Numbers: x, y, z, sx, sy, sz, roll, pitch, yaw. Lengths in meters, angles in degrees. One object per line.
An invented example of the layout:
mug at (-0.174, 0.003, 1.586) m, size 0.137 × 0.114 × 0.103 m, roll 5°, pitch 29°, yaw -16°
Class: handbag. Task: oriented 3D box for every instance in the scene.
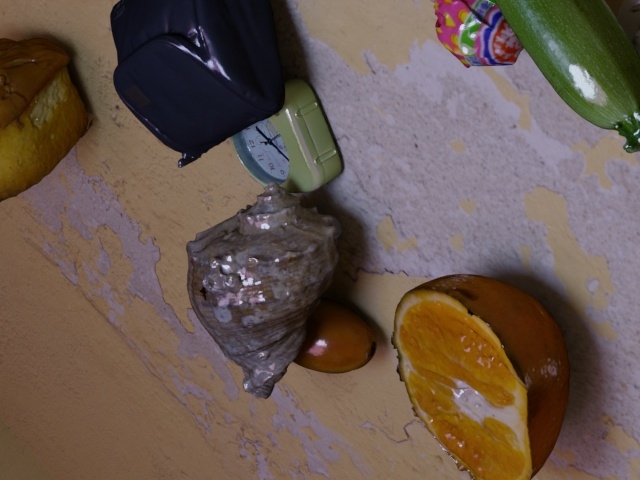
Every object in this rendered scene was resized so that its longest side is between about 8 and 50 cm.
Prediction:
handbag at (-0.200, -0.270, 1.972) m, size 0.302 × 0.178 × 0.275 m, roll -18°, pitch 76°, yaw 54°

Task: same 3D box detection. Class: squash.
squash at (0.258, -0.265, 1.473) m, size 0.395 × 0.107 × 0.107 m, roll 62°, pitch 148°, yaw 15°

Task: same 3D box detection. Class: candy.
candy at (0.126, -0.336, 1.656) m, size 0.365 × 0.124 × 0.124 m, roll 45°, pitch 146°, yaw 35°

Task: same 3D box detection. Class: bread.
bread at (-0.624, -0.212, 2.424) m, size 0.398 × 0.398 × 0.215 m, roll 10°, pitch 136°, yaw 48°

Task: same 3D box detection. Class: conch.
conch at (-0.118, 0.063, 2.058) m, size 0.297 × 0.210 × 0.352 m, roll -120°, pitch 50°, yaw -64°

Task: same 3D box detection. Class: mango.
mango at (-0.018, 0.146, 2.176) m, size 0.253 × 0.138 × 0.113 m, roll 22°, pitch 117°, yaw 45°

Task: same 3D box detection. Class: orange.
orange at (0.218, 0.183, 1.817) m, size 0.274 × 0.274 × 0.310 m, roll 15°, pitch 163°, yaw 45°

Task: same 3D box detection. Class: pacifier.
pacifier at (0.355, -0.228, 1.463) m, size 0.068 × 0.064 × 0.083 m, roll -14°, pitch 107°, yaw 26°

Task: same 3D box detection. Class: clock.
clock at (-0.076, -0.159, 2.065) m, size 0.232 × 0.069 × 0.170 m, roll 0°, pitch 117°, yaw 53°

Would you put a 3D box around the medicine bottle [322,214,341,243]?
medicine bottle at (0.000, 0.000, 2.111) m, size 0.052 × 0.052 × 0.089 m, roll 48°, pitch 145°, yaw 13°
